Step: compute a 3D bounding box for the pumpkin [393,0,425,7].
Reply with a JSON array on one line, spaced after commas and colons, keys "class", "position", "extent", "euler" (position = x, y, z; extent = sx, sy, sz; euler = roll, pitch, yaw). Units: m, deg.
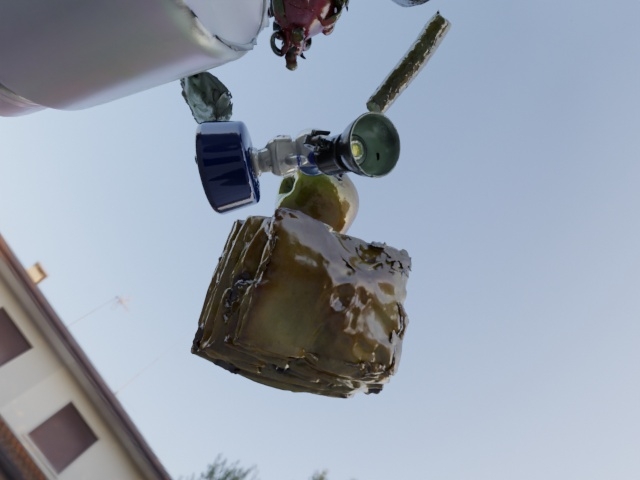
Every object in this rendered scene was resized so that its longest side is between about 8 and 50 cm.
[{"class": "pumpkin", "position": [0.225, -0.731, 1.061], "extent": [0.242, 0.232, 0.325], "euler": [-34, -97, 29]}]

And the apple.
[{"class": "apple", "position": [-0.024, -0.147, 1.709], "extent": [0.338, 0.339, 0.305], "euler": [-20, -46, 36]}]

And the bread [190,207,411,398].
[{"class": "bread", "position": [-0.017, 0.098, 0.687], "extent": [0.324, 0.278, 0.167], "euler": [17, -18, -8]}]

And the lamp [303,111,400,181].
[{"class": "lamp", "position": [0.057, -0.216, 1.043], "extent": [0.227, 0.172, 0.147], "euler": [3, -102, 58]}]

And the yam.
[{"class": "yam", "position": [0.270, -0.529, 1.301], "extent": [0.083, 0.083, 0.372], "euler": [35, -96, 10]}]

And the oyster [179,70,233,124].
[{"class": "oyster", "position": [-0.380, -0.460, 1.397], "extent": [0.252, 0.199, 0.087], "euler": [26, -20, 15]}]

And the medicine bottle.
[{"class": "medicine bottle", "position": [-0.268, -0.271, 0.494], "extent": [0.378, 0.213, 0.214], "euler": [-7, -70, 24]}]

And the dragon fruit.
[{"class": "dragon fruit", "position": [-0.051, -0.591, 1.081], "extent": [0.272, 0.218, 0.198], "euler": [-32, -103, 41]}]

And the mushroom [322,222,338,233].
[{"class": "mushroom", "position": [0.000, 0.000, 1.396], "extent": [0.148, 0.148, 0.112], "euler": [25, -80, 18]}]

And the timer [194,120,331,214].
[{"class": "timer", "position": [-0.142, -0.234, 1.253], "extent": [0.383, 0.270, 0.271], "euler": [-9, -68, 0]}]
